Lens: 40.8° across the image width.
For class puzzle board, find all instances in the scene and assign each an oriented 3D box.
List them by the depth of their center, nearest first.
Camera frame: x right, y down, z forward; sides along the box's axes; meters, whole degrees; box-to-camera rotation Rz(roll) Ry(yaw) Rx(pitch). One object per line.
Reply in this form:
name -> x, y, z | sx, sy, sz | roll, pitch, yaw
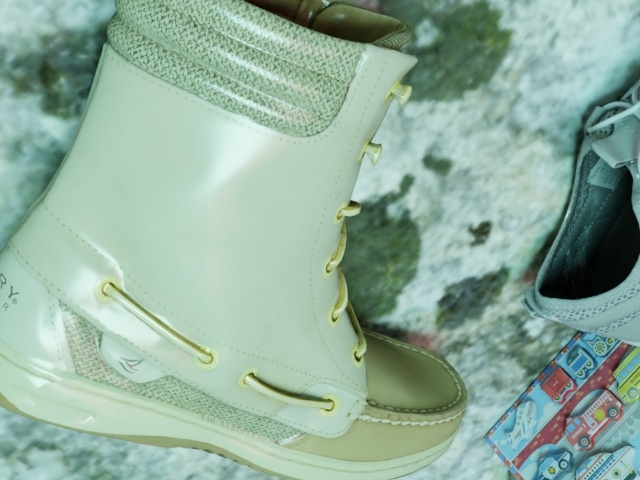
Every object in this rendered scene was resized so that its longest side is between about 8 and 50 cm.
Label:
puzzle board -> 0.172, 0.114, 0.542 | 0.011, 0.096, 0.128 | 24, 109, -45

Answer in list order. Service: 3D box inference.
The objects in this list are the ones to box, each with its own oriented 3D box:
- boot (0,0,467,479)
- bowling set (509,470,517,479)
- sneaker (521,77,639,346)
boot -> 0.000, 0.000, 0.391 | 0.262, 0.095, 0.203 | 18, 110, -29
bowling set -> 0.089, 0.292, 0.582 | 0.200, 0.154, 0.287 | -2, 121, -25
sneaker -> 0.196, -0.054, 0.437 | 0.115, 0.105, 0.281 | 1, 121, -26
